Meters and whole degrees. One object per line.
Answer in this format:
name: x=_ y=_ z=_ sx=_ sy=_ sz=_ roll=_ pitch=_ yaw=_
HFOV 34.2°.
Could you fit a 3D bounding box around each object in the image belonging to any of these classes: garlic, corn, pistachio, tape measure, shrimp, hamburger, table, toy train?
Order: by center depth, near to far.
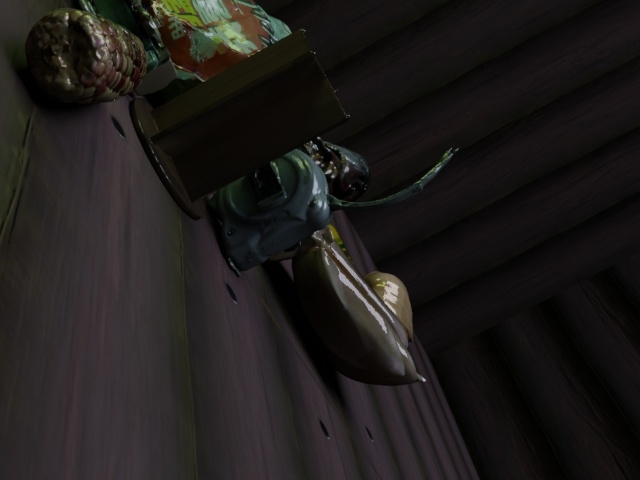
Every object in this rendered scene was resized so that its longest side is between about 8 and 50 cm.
corn: x=-0.217 y=-0.174 z=1.002 sx=0.086 sy=0.086 sz=0.253 roll=61 pitch=3 yaw=-7
table: x=-0.091 y=-0.150 z=1.263 sx=0.167 sy=0.226 sz=0.167 roll=61 pitch=7 yaw=-12
toy train: x=-0.245 y=-0.274 z=1.263 sx=0.194 sy=0.080 sz=0.125 roll=61 pitch=-5 yaw=15
tape measure: x=0.011 y=-0.088 z=1.354 sx=0.164 sy=0.330 sz=0.084 roll=63 pitch=3 yaw=28
hamburger: x=-0.164 y=-0.269 z=1.462 sx=0.276 sy=0.150 sz=0.261 roll=9 pitch=41 yaw=-36
shrimp: x=-0.060 y=-0.132 z=1.587 sx=0.372 sy=0.137 sz=0.172 roll=24 pitch=28 yaw=-51
garlic: x=0.031 y=0.100 z=1.640 sx=0.325 sy=0.132 sz=0.279 roll=58 pitch=7 yaw=-12
pistachio: x=0.113 y=0.152 z=1.990 sx=0.229 sy=0.157 sz=0.157 roll=66 pitch=0 yaw=-54

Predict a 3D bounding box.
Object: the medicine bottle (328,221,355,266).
medicine bottle: x=0.000 y=0.000 z=2.110 sx=0.309 sy=0.076 sz=0.111 roll=62 pitch=5 yaw=7
